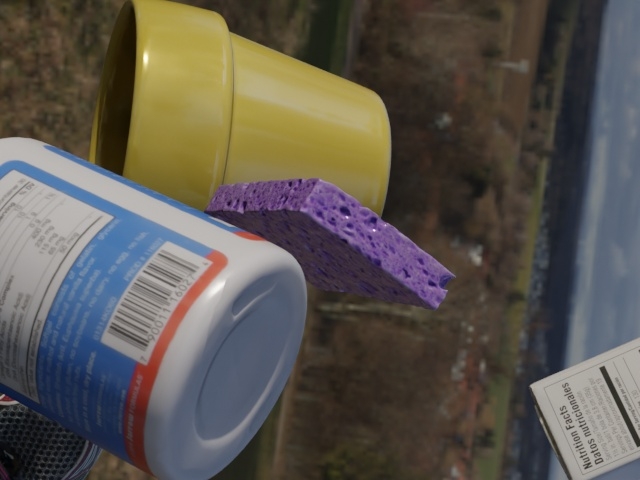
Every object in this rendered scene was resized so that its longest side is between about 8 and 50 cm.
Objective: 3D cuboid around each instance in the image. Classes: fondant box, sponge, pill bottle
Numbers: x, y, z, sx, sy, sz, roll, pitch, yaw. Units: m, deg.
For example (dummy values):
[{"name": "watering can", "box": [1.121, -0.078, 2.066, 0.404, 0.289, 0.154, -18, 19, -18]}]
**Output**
[{"name": "fondant box", "box": [0.358, 0.128, 1.050, 0.238, 0.330, 0.096, 52, 16, -60]}, {"name": "sponge", "box": [0.000, 0.000, 0.903, 0.031, 0.117, 0.210, -58, -160, -10]}, {"name": "pill bottle", "box": [-0.129, 0.021, 0.630, 0.124, 0.222, 0.124, -47, 150, -37]}]

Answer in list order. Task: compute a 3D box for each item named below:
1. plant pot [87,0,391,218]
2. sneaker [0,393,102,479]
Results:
[{"name": "plant pot", "box": [-0.074, -0.073, 1.134, 0.254, 0.239, 0.253, -172, -90, -73]}, {"name": "sneaker", "box": [-0.272, 0.193, 0.850, 0.120, 0.299, 0.112, 58, -5, -18]}]
